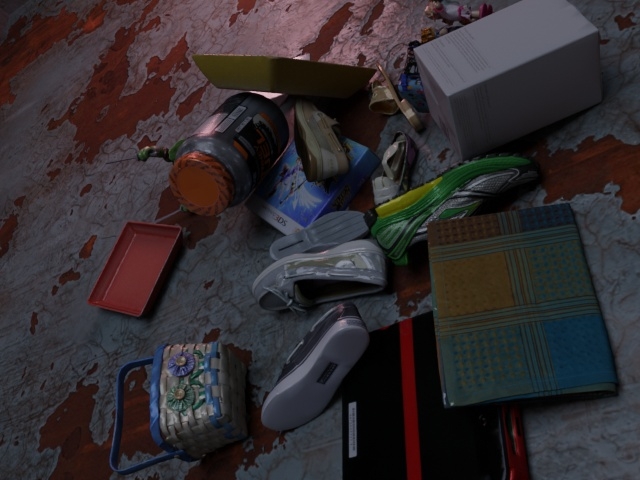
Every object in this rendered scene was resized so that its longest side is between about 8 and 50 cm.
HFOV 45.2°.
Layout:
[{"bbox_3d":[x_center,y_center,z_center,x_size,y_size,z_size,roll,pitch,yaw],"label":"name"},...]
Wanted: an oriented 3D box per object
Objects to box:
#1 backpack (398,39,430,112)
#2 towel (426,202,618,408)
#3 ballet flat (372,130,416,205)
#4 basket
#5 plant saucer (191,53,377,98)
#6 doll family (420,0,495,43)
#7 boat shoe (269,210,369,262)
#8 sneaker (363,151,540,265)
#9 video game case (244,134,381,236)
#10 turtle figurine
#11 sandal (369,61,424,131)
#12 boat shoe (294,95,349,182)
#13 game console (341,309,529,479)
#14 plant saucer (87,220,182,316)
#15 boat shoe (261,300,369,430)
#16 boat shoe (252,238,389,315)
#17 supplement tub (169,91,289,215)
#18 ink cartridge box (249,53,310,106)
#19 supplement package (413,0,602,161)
[{"bbox_3d":[0.273,-0.341,1.629,0.173,0.158,0.116,9,77,31],"label":"backpack"},{"bbox_3d":[0.324,0.104,1.297,0.271,0.040,0.370,-7,52,9],"label":"towel"},{"bbox_3d":[0.152,-0.136,1.638,0.077,0.079,0.221,-3,61,38],"label":"ballet flat"},{"bbox_3d":[-0.305,0.337,1.611,0.289,0.201,0.254,-22,50,16],"label":"basket"},{"bbox_3d":[-0.091,-0.394,1.861,0.333,0.333,0.081,16,106,48],"label":"plant saucer"},{"bbox_3d":[0.306,-0.441,1.643,0.163,0.263,0.118,11,105,33],"label":"doll family"},{"bbox_3d":[0.000,0.000,1.668,0.226,0.076,0.083,-16,64,0],"label":"boat shoe"},{"bbox_3d":[0.265,-0.063,1.484,0.344,0.134,0.146,-27,84,15],"label":"sneaker"},{"bbox_3d":[-0.025,-0.134,1.801,0.269,0.061,0.244,-53,44,-3],"label":"video game case"},{"bbox_3d":[-0.386,-0.158,2.004,0.266,0.275,0.197,-7,98,68],"label":"turtle figurine"},{"bbox_3d":[0.149,-0.317,1.758,0.079,0.088,0.240,-35,50,9],"label":"sandal"},{"bbox_3d":[-0.003,-0.234,1.745,0.098,0.109,0.302,-6,37,-8],"label":"boat shoe"},{"bbox_3d":[0.180,0.305,1.340,0.342,0.060,0.386,-26,47,33],"label":"game console"},{"bbox_3d":[-0.486,0.077,2.058,0.258,0.048,0.259,6,67,42],"label":"plant saucer"},{"bbox_3d":[-0.019,0.241,1.484,0.301,0.108,0.102,-55,27,23],"label":"boat shoe"},{"bbox_3d":[-0.006,0.091,1.593,0.320,0.118,0.103,-16,48,24],"label":"boat shoe"},{"bbox_3d":[-0.215,-0.204,1.820,0.194,0.193,0.316,-14,28,33],"label":"supplement tub"},{"bbox_3d":[-0.106,-0.428,2.100,0.179,0.045,0.145,-11,53,13],"label":"ink cartridge box"},{"bbox_3d":[0.356,-0.313,1.459,0.293,0.175,0.177,-23,46,2],"label":"supplement package"}]
